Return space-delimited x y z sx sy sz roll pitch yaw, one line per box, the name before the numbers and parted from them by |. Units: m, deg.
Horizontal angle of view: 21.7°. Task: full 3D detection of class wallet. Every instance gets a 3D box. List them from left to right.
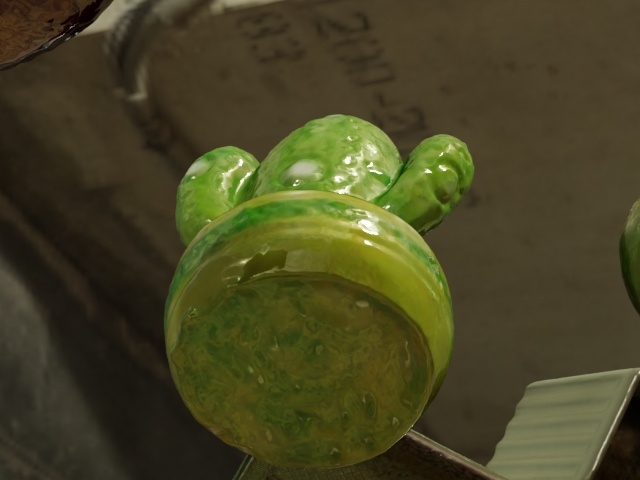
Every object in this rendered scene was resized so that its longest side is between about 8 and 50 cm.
wallet | 0.042 0.219 1.307 0.160 0.236 0.055 -61 -168 7

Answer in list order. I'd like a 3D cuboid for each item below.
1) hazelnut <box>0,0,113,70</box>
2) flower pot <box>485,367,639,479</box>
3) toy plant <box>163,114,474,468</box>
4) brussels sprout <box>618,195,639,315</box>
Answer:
hazelnut | -0.186 -0.187 0.829 0.208 0.208 0.208 -10 90 -70
flower pot | 0.288 0.230 1.536 0.209 0.189 0.239 -29 96 -26
toy plant | 0.000 0.000 1.162 0.316 0.224 0.184 -89 165 -59
brussels sprout | 0.211 0.012 0.757 0.155 0.155 0.117 34 64 -63
